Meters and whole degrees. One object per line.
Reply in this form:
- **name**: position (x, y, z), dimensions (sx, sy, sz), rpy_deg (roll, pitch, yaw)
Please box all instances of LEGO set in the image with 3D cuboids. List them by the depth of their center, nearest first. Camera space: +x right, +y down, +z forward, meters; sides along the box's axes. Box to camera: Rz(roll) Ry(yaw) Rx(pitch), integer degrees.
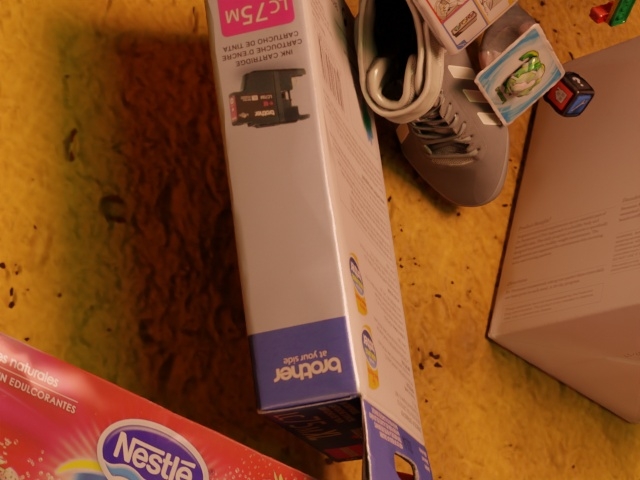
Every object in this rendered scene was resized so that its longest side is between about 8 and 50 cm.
- **LEGO set**: position (0.145, -0.160, 1.088), dimensions (0.060, 0.182, 0.244), rpy_deg (50, 3, 28)

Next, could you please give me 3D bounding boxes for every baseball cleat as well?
- **baseball cleat**: position (0.058, -0.082, 1.108), dimensions (0.109, 0.072, 0.206), rpy_deg (-70, 145, -46)

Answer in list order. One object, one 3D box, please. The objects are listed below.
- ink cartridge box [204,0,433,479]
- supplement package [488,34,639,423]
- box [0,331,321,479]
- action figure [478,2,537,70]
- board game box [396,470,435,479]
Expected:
- **ink cartridge box**: position (0.000, 0.000, 0.999), dimensions (0.186, 0.065, 0.311), rpy_deg (47, 31, -72)
- **supplement package**: position (0.241, -0.014, 1.198), dimensions (0.149, 0.194, 0.203), rpy_deg (31, 60, -31)
- **box**: position (-0.124, 0.133, 0.884), dimensions (0.257, 0.128, 0.122), rpy_deg (29, 69, -31)
- **action figure**: position (0.086, -0.283, 1.186), dimensions (0.370, 0.248, 0.275), rpy_deg (12, 37, -43)
- **board game box**: position (0.157, 0.185, 1.018), dimensions (0.145, 0.281, 0.027), rpy_deg (38, 73, -28)
